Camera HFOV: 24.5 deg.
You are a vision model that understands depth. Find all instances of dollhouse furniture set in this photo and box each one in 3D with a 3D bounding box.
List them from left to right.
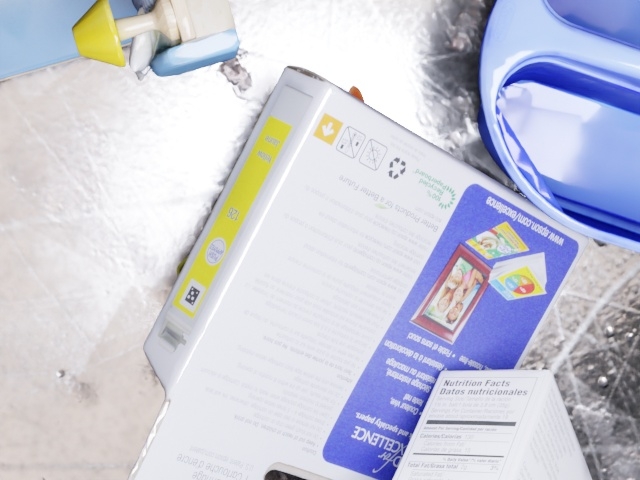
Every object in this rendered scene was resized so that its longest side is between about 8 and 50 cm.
[{"bbox_3d":[-0.190,-0.234,0.991,0.198,0.303,0.286,-17,97,-4],"label":"dollhouse furniture set"}]

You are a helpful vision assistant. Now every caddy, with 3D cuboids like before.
[{"bbox_3d":[0.274,-0.102,1.060,0.341,0.179,0.241,18,93,-6],"label":"caddy"}]

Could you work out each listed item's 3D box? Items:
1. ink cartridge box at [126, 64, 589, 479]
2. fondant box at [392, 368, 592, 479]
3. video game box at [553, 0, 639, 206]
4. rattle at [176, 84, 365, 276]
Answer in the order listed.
[{"bbox_3d":[0.025,0.071,1.089,0.303,0.072,0.307,26,95,-41],"label":"ink cartridge box"},{"bbox_3d":[0.111,0.287,1.032,0.096,0.330,0.238,-3,127,31],"label":"fondant box"},{"bbox_3d":[0.281,-0.124,1.171,0.187,0.048,0.205,5,96,-3],"label":"video game box"},{"bbox_3d":[0.000,0.000,1.113,0.200,0.130,0.143,-41,75,-8],"label":"rattle"}]
